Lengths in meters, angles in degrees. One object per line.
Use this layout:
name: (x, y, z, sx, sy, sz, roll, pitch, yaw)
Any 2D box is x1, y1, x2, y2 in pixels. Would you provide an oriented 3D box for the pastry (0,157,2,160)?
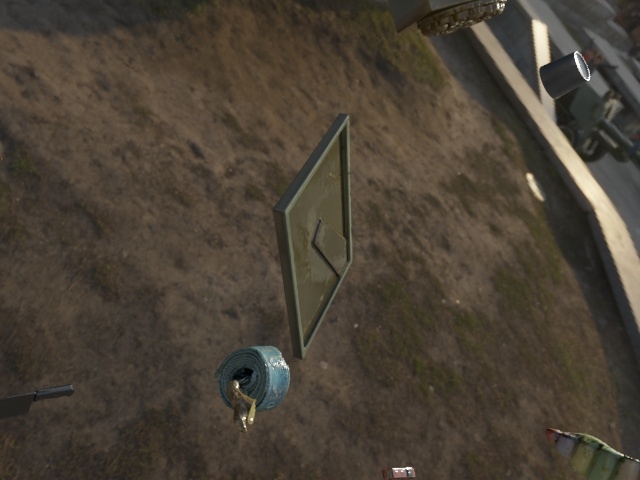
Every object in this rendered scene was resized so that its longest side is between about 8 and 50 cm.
pastry: (-0.609, -0.163, 0.748, 0.337, 0.292, 0.405, 48, 4, 28)

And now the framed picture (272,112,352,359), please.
framed picture: (0.000, 0.000, 0.728, 0.016, 0.250, 0.184, 15, 48, 17)

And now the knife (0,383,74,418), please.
knife: (-0.689, 0.375, 1.392, 0.245, 0.072, 0.019, -1, 37, -46)

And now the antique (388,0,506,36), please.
antique: (0.174, -0.355, 0.799, 0.147, 0.152, 0.148, -143, -143, -79)

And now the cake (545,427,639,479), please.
cake: (0.365, 0.293, 0.708, 0.109, 0.225, 0.090, 23, 83, -20)

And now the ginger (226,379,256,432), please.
ginger: (-0.123, 0.267, 0.989, 0.048, 0.030, 0.097, 19, 30, -34)

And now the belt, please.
belt: (-0.145, 0.292, 1.279, 0.082, 0.163, 0.147, 7, 41, -44)

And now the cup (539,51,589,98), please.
cup: (0.528, -0.351, 1.302, 0.100, 0.077, 0.078, 13, 64, -43)

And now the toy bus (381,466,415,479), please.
toy bus: (0.203, 0.606, 1.577, 0.110, 0.043, 0.031, 20, 48, -46)
